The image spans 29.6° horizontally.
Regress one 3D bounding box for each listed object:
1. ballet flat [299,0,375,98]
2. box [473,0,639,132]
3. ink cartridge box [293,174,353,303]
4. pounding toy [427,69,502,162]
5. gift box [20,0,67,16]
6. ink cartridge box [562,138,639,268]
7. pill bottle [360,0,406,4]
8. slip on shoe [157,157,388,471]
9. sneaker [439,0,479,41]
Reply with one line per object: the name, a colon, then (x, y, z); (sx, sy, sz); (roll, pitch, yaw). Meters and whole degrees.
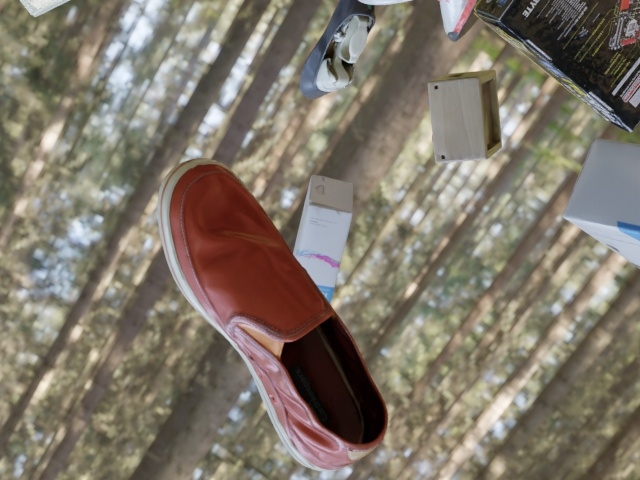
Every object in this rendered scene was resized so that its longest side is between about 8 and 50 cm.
ballet flat: (0.026, -0.262, 1.709); (0.074, 0.203, 0.074); (16, -139, -15)
box: (0.381, -0.336, 1.490); (0.257, 0.322, 0.079); (32, -173, -29)
ink cartridge box: (0.000, 0.000, 1.346); (0.052, 0.122, 0.088); (11, -155, -3)
pounding toy: (0.190, -0.163, 1.664); (0.100, 0.130, 0.141); (-2, -168, 20)
gift box: (-0.297, -0.461, 1.518); (0.276, 0.258, 0.255); (52, -160, -47)
ink cartridge box: (0.525, -0.010, 1.676); (0.307, 0.129, 0.223); (29, 172, -36)
pill bottle: (0.058, -0.390, 1.189); (0.161, 0.161, 0.283); (-89, -18, -62)
slip on shoe: (-0.038, 0.066, 1.129); (0.123, 0.101, 0.331); (-34, -82, -36)
sneaker: (0.192, -0.418, 1.801); (0.145, 0.270, 0.090); (37, -112, 11)
